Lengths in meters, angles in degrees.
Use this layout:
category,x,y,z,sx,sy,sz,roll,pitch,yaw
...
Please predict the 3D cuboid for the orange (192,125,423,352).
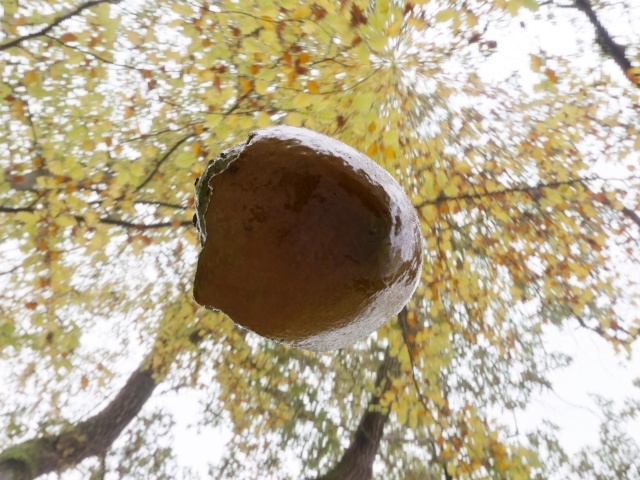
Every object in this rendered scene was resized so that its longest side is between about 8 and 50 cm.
category,x,y,z,sx,sy,sz,roll,pitch,yaw
orange,0.000,0.000,0.607,0.112,0.170,0.160,-3,-70,47
